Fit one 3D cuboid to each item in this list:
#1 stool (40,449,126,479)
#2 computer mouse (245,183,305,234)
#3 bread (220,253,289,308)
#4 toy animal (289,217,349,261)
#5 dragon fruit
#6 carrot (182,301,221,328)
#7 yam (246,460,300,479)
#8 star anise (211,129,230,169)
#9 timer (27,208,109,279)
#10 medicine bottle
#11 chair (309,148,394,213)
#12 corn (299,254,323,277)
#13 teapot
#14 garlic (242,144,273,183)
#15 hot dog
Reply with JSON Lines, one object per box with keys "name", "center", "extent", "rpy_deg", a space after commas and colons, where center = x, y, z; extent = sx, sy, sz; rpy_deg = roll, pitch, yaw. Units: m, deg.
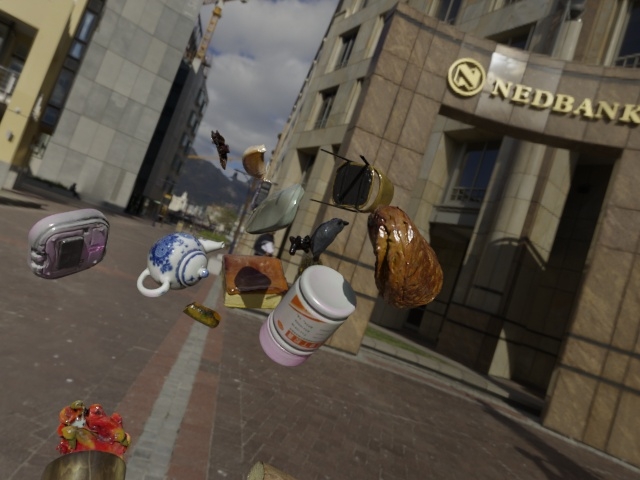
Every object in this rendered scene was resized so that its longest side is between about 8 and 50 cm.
{"name": "stool", "center": [-0.526, 0.618, 0.854], "extent": [0.179, 0.179, 0.264], "rpy_deg": [21, 23, -26]}
{"name": "computer mouse", "center": [-0.183, -0.118, 1.520], "extent": [0.095, 0.197, 0.331], "rpy_deg": [40, -33, -27]}
{"name": "bread", "center": [-0.344, 0.211, 2.098], "extent": [0.334, 0.143, 0.323], "rpy_deg": [5, 30, -23]}
{"name": "toy animal", "center": [0.004, 0.001, 1.364], "extent": [0.210, 0.117, 0.121], "rpy_deg": [-25, -18, 31]}
{"name": "dragon fruit", "center": [-0.861, 0.747, 1.507], "extent": [0.307, 0.243, 0.227], "rpy_deg": [42, 29, -16]}
{"name": "carrot", "center": [-0.549, 0.345, 1.881], "extent": [0.173, 0.082, 0.082], "rpy_deg": [37, -10, -19]}
{"name": "yam", "center": [-0.116, 0.805, 1.275], "extent": [0.238, 0.128, 0.129], "rpy_deg": [36, 24, -16]}
{"name": "star anise", "center": [-0.441, -0.422, 1.795], "extent": [0.054, 0.212, 0.157], "rpy_deg": [-13, -5, -25]}
{"name": "timer", "center": [-0.670, 0.013, 1.083], "extent": [0.069, 0.208, 0.191], "rpy_deg": [45, 37, 17]}
{"name": "medicine bottle", "center": [-0.046, 0.251, 1.321], "extent": [0.202, 0.315, 0.202], "rpy_deg": [24, 35, -18]}
{"name": "chair", "center": [0.110, -0.171, 1.261], "extent": [0.173, 0.158, 0.247], "rpy_deg": [14, 3, 28]}
{"name": "corn", "center": [-0.039, 0.196, 1.637], "extent": [0.102, 0.309, 0.101], "rpy_deg": [3, -19, 1]}
{"name": "teapot", "center": [-0.589, 0.101, 1.722], "extent": [0.280, 0.252, 0.424], "rpy_deg": [20, 39, 24]}
{"name": "garlic", "center": [-0.300, -0.355, 1.909], "extent": [0.129, 0.198, 0.090], "rpy_deg": [5, 37, 15]}
{"name": "hot dog", "center": [0.241, 0.053, 1.201], "extent": [0.175, 0.266, 0.387], "rpy_deg": [-19, -33, 23]}
